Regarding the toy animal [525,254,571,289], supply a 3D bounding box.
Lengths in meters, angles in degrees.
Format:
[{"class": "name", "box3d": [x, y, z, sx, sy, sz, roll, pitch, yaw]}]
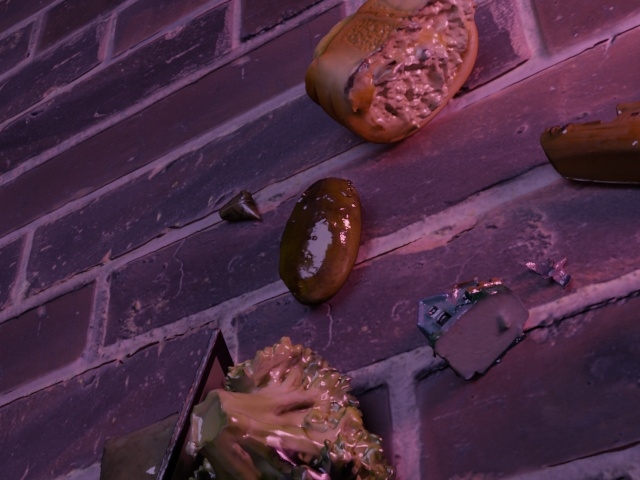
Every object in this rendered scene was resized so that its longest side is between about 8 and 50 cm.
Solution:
[{"class": "toy animal", "box3d": [0.343, 0.039, 1.425, 0.050, 0.028, 0.084, -54, 42, 3]}]

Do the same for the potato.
[{"class": "potato", "box3d": [0.000, 0.000, 1.674, 0.149, 0.113, 0.251, -1, 55, 35]}]

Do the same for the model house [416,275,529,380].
[{"class": "model house", "box3d": [0.204, 0.108, 1.429, 0.148, 0.119, 0.149, -47, 33, -2]}]

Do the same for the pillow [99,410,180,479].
[{"class": "pillow", "box3d": [-0.312, 0.439, 1.600, 0.185, 0.075, 0.302, -23, 44, 26]}]

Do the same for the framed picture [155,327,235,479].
[{"class": "framed picture", "box3d": [-0.192, 0.335, 1.467, 0.016, 0.265, 0.347, 13, 63, 12]}]

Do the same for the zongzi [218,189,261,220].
[{"class": "zongzi", "box3d": [-0.157, -0.048, 1.909, 0.076, 0.040, 0.083, -39, 58, 17]}]

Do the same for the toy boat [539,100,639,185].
[{"class": "toy boat", "box3d": [0.474, -0.151, 1.432, 0.321, 0.089, 0.121, 3, 54, 42]}]

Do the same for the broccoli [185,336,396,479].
[{"class": "broccoli", "box3d": [-0.061, 0.295, 1.352, 0.293, 0.281, 0.347, -6, 64, 38]}]

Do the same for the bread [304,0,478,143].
[{"class": "bread", "box3d": [0.129, -0.319, 1.772, 0.316, 0.211, 0.270, -43, 32, -10]}]
